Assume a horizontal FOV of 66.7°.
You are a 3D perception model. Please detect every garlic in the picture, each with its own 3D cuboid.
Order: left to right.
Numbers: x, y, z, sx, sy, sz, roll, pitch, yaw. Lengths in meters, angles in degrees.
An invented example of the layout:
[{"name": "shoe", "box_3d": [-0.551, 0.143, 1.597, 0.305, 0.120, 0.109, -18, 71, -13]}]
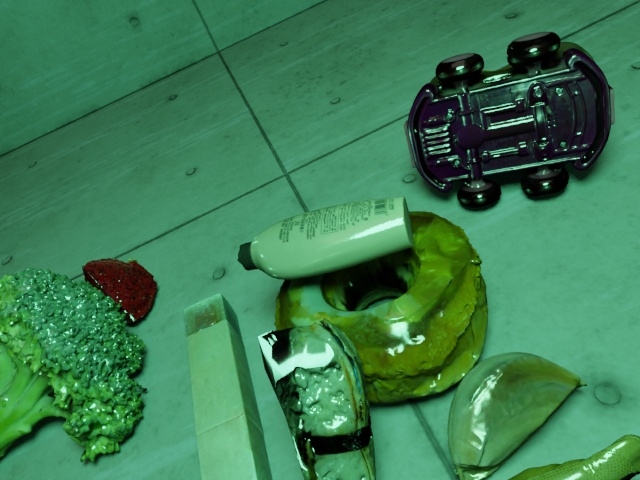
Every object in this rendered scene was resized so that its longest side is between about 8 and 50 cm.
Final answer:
[{"name": "garlic", "box_3d": [0.223, 0.203, 0.607, 0.196, 0.087, 0.101, -34, 55, -14]}]

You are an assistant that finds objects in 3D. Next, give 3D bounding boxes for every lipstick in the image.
[{"name": "lipstick", "box_3d": [-0.146, 0.242, 0.743, 0.080, 0.076, 0.371, -23, 42, -1]}]

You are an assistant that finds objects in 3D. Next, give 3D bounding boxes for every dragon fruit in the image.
[{"name": "dragon fruit", "box_3d": [-0.404, 0.103, 1.008, 0.162, 0.083, 0.106, 40, 45, 10]}]

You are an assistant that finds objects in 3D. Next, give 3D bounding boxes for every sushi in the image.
[{"name": "sushi", "box_3d": [0.022, 0.228, 0.582, 0.109, 0.134, 0.272, -20, 75, -3]}]

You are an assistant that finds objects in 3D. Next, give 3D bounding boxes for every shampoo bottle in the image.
[{"name": "shampoo bottle", "box_3d": [0.000, 0.000, 0.698, 0.257, 0.078, 0.127, -11, 39, 17]}]

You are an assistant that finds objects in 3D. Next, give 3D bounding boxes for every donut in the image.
[{"name": "donut", "box_3d": [0.087, 0.090, 0.727, 0.330, 0.160, 0.329, -12, 50, 15]}]

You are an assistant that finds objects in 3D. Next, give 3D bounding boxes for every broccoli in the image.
[{"name": "broccoli", "box_3d": [-0.531, 0.224, 0.853, 0.397, 0.275, 0.353, -30, 40, 15]}]

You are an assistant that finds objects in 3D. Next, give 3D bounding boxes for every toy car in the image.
[{"name": "toy car", "box_3d": [0.335, -0.233, 0.890, 0.341, 0.271, 0.240, -7, 27, 19]}]

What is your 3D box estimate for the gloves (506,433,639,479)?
[{"name": "gloves", "box_3d": [0.237, 0.297, 0.464, 0.331, 0.141, 0.154, -19, 15, 21]}]
